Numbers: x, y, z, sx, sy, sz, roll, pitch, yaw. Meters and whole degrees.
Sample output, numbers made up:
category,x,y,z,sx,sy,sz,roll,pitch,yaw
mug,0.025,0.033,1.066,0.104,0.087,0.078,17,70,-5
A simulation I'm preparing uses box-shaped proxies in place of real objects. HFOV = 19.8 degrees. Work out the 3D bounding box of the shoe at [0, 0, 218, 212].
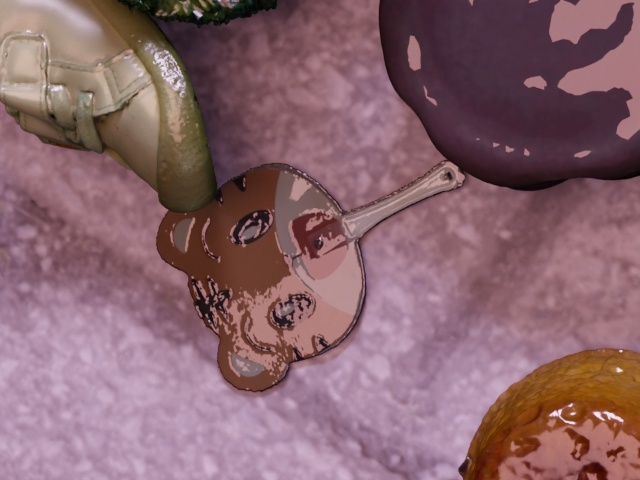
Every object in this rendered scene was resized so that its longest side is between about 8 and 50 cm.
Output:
category,x,y,z,sx,sy,sz,roll,pitch,yaw
shoe,-0.163,-0.119,1.286,0.128,0.140,0.262,-33,75,3

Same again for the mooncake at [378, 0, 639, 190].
category,x,y,z,sx,sy,sz,roll,pitch,yaw
mooncake,0.160,-0.147,1.184,0.244,0.133,0.245,0,89,16

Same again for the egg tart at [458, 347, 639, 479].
category,x,y,z,sx,sy,sz,roll,pitch,yaw
egg tart,0.172,0.170,1.168,0.202,0.147,0.203,-1,88,19

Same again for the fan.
category,x,y,z,sx,sy,sz,roll,pitch,yaw
fan,0.000,0.000,1.293,0.226,0.008,0.153,-29,80,15

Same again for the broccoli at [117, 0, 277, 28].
category,x,y,z,sx,sy,sz,roll,pitch,yaw
broccoli,-0.049,-0.273,1.169,0.297,0.297,0.298,-8,111,-22
